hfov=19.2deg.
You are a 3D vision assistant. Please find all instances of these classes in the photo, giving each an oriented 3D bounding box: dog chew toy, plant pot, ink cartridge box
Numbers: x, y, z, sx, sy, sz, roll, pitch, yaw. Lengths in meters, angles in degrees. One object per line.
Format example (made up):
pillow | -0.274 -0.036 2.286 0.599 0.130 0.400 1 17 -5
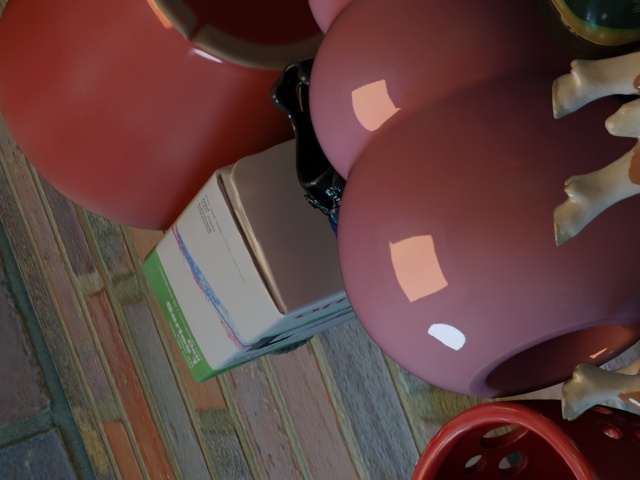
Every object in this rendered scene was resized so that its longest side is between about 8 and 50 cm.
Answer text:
dog chew toy | 0.086 -0.076 1.146 0.206 0.206 0.332 111 142 -62
plant pot | -0.092 -0.173 1.450 0.275 0.275 0.243 66 151 9
ink cartridge box | 0.000 0.000 1.424 0.117 0.201 0.278 66 160 6
plant pot | 0.171 0.189 1.148 0.191 0.174 0.191 -2 88 55

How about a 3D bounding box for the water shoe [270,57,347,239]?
water shoe | 0.020 -0.023 1.241 0.073 0.080 0.203 -32 72 38

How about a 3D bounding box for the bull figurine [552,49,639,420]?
bull figurine | 0.217 0.038 0.967 0.101 0.188 0.310 -67 -26 -68

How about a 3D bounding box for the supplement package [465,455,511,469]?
supplement package | 0.107 0.338 1.469 0.293 0.177 0.175 62 156 7

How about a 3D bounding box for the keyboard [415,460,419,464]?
keyboard | 0.138 0.229 1.567 0.256 0.014 0.072 -3 107 70

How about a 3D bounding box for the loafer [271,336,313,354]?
loafer | -0.058 -0.005 1.738 0.087 0.094 0.251 45 149 42

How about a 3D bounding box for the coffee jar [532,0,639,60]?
coffee jar | 0.167 -0.172 0.993 0.096 0.079 0.184 64 160 16
